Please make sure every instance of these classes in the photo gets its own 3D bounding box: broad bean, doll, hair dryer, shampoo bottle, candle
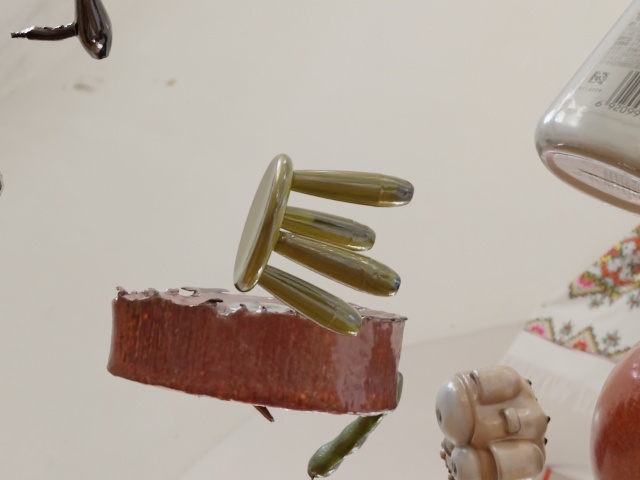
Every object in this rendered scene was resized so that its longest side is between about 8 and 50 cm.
[{"bbox_3d":[0.062,0.313,1.559,0.053,0.052,0.256,36,-72,-4],"label":"broad bean"},{"bbox_3d":[0.193,0.249,1.108,0.119,0.154,0.278,-9,-34,-7],"label":"doll"},{"bbox_3d":[-0.213,-0.180,0.754,0.083,0.031,0.079,-8,-49,-1],"label":"hair dryer"},{"bbox_3d":[0.212,-0.108,0.494,0.108,0.221,0.051,27,-20,38],"label":"shampoo bottle"},{"bbox_3d":[-0.077,0.117,0.965,0.287,0.131,0.317,9,-4,-30],"label":"candle"}]

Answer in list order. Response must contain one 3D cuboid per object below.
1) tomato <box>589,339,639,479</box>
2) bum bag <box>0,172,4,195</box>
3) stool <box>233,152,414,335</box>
[{"bbox_3d":[0.479,0.244,1.036,0.341,0.272,0.341,19,0,0],"label":"tomato"},{"bbox_3d":[-0.327,0.030,0.701,0.142,0.079,0.326,10,-56,-21],"label":"bum bag"},{"bbox_3d":[0.000,0.000,0.722,0.110,0.134,0.135,19,13,-10],"label":"stool"}]
